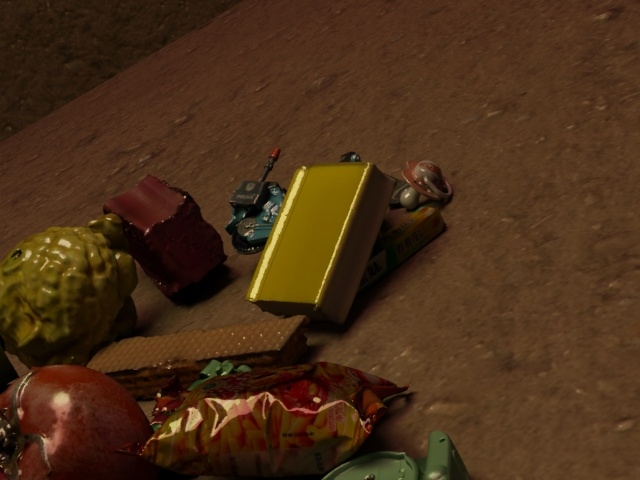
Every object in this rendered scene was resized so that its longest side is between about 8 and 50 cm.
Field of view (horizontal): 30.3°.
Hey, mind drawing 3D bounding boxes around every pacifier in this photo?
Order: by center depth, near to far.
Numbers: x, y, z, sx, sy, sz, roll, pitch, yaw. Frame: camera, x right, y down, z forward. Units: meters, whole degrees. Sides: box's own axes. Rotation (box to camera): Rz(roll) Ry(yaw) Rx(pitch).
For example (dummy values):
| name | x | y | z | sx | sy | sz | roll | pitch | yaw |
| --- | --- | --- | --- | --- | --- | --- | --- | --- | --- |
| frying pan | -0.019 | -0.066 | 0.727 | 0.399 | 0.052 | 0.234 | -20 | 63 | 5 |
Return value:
| name | x | y | z | sx | sy | sz | roll | pitch | yaw |
| --- | --- | --- | --- | --- | --- | --- | --- | --- | --- |
| pacifier | 0.149 | -0.076 | 1.750 | 0.078 | 0.081 | 0.099 | -53 | 2 | 26 |

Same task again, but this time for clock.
| name | x | y | z | sx | sy | sz | roll | pitch | yaw |
| --- | --- | --- | --- | --- | --- | --- | --- | --- | --- |
| clock | 0.048 | 0.263 | 1.126 | 0.188 | 0.060 | 0.148 | -21 | 24 | 16 |

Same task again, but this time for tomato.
| name | x | y | z | sx | sy | sz | roll | pitch | yaw |
| --- | --- | --- | --- | --- | --- | --- | --- | --- | --- |
| tomato | -0.282 | 0.254 | 1.322 | 0.232 | 0.188 | 0.232 | -16 | 59 | 28 |

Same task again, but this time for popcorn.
| name | x | y | z | sx | sy | sz | roll | pitch | yaw |
| --- | --- | --- | --- | --- | --- | --- | --- | --- | --- |
| popcorn | -0.370 | 0.077 | 1.756 | 0.206 | 0.237 | 0.251 | 28 | 65 | 34 |

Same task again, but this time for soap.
| name | x | y | z | sx | sy | sz | roll | pitch | yaw |
| --- | --- | --- | --- | --- | --- | --- | --- | --- | --- |
| soap | -0.256 | -0.012 | 1.894 | 0.112 | 0.182 | 0.289 | -36 | 30 | -16 |

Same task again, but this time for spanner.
| name | x | y | z | sx | sy | sz | roll | pitch | yaw |
| --- | --- | --- | --- | --- | --- | --- | --- | --- | --- |
| spanner | 0.084 | -0.099 | 1.916 | 0.071 | 0.017 | 0.302 | -33 | 24 | -13 |

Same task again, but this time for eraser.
| name | x | y | z | sx | sy | sz | roll | pitch | yaw |
| --- | --- | --- | --- | --- | --- | --- | --- | --- | --- |
| eraser | 0.000 | 0.000 | 1.597 | 0.158 | 0.069 | 0.226 | 1 | 63 | 49 |

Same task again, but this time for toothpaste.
| name | x | y | z | sx | sy | sz | roll | pitch | yaw |
| --- | --- | --- | --- | --- | --- | --- | --- | --- | --- |
| toothpaste | 0.095 | 0.015 | 1.634 | 0.178 | 0.037 | 0.043 | -36 | 25 | -21 |

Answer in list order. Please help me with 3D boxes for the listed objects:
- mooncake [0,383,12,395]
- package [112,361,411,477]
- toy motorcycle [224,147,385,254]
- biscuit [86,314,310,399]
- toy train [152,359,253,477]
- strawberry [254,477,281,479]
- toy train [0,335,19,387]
| name | x | y | z | sx | sy | sz | roll | pitch | yaw |
| --- | --- | --- | --- | --- | --- | --- | --- | --- | --- |
| mooncake | -0.463 | 0.306 | 1.491 | 0.283 | 0.141 | 0.283 | -25 | 14 | 6 |
| package | -0.053 | 0.195 | 1.259 | 0.288 | 0.108 | 0.223 | -8 | 4 | 10 |
| toy motorcycle | -0.012 | -0.046 | 1.757 | 0.272 | 0.123 | 0.182 | 4 | 55 | 32 |
| biscuit | -0.175 | 0.162 | 1.591 | 0.378 | 0.054 | 0.094 | -11 | 26 | 34 |
| toy train | -0.155 | 0.217 | 1.441 | 0.178 | 0.071 | 0.104 | -44 | 17 | -32 |
| strawberry | -0.089 | 0.296 | 1.225 | 0.104 | 0.048 | 0.152 | -6 | 27 | 47 |
| toy train | -0.501 | 0.192 | 1.515 | 0.225 | 0.090 | 0.137 | -33 | 16 | -19 |
